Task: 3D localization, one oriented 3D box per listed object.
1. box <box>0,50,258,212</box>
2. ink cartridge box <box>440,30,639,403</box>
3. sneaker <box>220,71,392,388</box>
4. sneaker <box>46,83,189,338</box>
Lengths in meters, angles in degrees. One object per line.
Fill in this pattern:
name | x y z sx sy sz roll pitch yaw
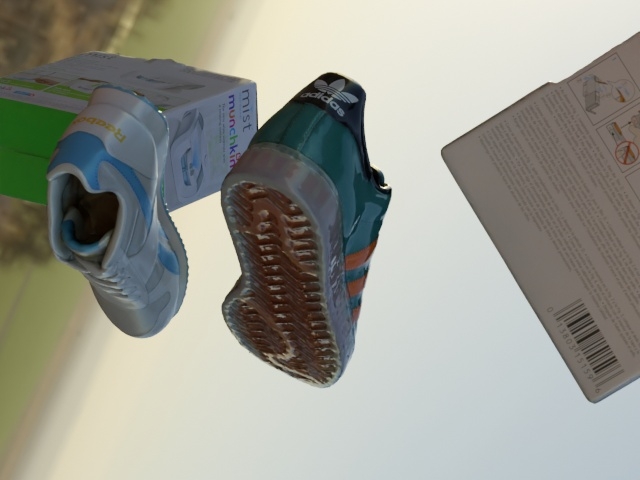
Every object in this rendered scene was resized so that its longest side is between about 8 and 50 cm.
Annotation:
box | -0.242 -0.128 1.993 0.231 0.262 0.127 -27 123 -53
ink cartridge box | 0.279 -0.027 1.568 0.239 0.275 0.060 -31 171 8
sneaker | 0.000 0.000 1.230 0.121 0.108 0.302 -56 165 -27
sneaker | -0.156 -0.003 1.258 0.229 0.087 0.092 85 29 -45
